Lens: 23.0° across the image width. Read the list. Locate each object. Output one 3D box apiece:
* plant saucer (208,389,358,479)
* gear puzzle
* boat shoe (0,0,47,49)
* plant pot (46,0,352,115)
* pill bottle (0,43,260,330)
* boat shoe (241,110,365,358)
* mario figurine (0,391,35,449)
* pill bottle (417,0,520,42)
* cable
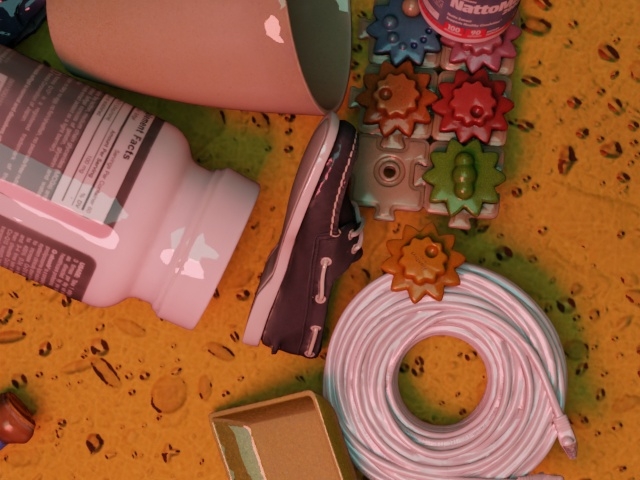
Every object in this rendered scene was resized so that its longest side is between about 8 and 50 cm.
[{"bbox_3d":[-0.022,0.254,1.663,0.188,0.045,0.188,-19,89,49],"label":"plant saucer"},{"bbox_3d":[0.110,-0.102,1.636,0.175,0.044,0.339,6,77,6],"label":"gear puzzle"},{"bbox_3d":[-0.419,-0.239,1.690,0.340,0.127,0.158,-38,96,8],"label":"boat shoe"},{"bbox_3d":[-0.131,-0.245,1.616,0.274,0.256,0.257,-4,91,16],"label":"plant pot"},{"bbox_3d":[-0.262,-0.056,1.622,0.363,0.210,0.210,25,94,-6],"label":"pill bottle"},{"bbox_3d":[0.000,0.000,1.620,0.091,0.114,0.302,18,133,-4],"label":"boat shoe"},{"bbox_3d":[-0.451,0.283,1.679,0.198,0.170,0.320,37,88,33],"label":"mario figurine"},{"bbox_3d":[0.161,-0.286,1.572,0.108,0.180,0.108,2,67,-4],"label":"pill bottle"},{"bbox_3d":[0.132,0.148,1.662,0.257,0.089,0.257,-8,90,7],"label":"cable"}]
